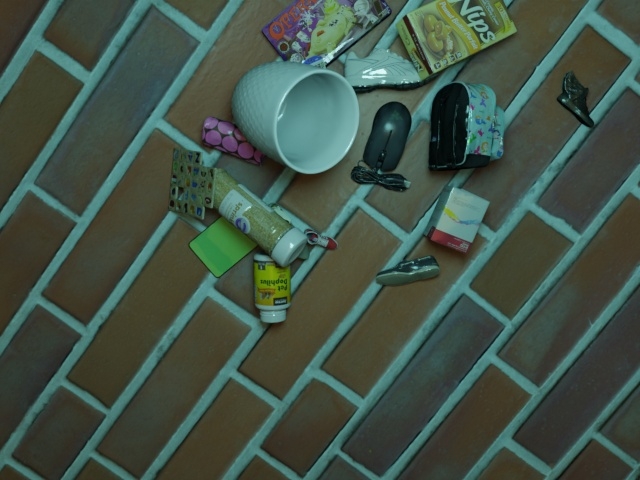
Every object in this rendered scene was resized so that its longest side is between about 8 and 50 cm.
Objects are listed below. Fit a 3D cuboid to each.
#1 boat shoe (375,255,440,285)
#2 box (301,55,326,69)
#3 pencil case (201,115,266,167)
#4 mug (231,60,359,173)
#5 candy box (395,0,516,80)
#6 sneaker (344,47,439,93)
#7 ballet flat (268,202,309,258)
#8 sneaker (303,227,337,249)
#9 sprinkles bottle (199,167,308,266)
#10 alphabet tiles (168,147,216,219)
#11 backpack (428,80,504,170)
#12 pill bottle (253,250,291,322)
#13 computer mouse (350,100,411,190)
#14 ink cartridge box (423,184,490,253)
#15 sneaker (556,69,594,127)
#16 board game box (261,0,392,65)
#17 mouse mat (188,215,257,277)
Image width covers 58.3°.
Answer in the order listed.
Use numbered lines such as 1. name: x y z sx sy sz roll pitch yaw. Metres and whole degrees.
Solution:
1. boat shoe: 0.277 0.094 1.848 0.206 0.075 0.065 -11 55 7
2. box: -0.018 -0.491 1.735 0.081 0.028 0.136 -25 128 -6
3. pencil case: -0.263 -0.306 1.773 0.209 0.095 0.098 22 122 0
4. mug: -0.066 -0.347 1.642 0.374 0.328 0.276 25 94 -43
5. candy box: 0.397 -0.621 1.675 0.316 0.087 0.183 -29 98 -15
6. sneaker: 0.211 -0.519 1.731 0.297 0.111 0.129 -2 92 0
7. ballet flat: -0.100 -0.031 1.811 0.213 0.072 0.068 48 134 -4
8. sneaker: 0.000 0.000 1.822 0.118 0.067 0.042 24 98 -3
9. sprinkles bottle: -0.206 -0.072 1.742 0.355 0.121 0.121 39 97 12
10. alphabet tiles: -0.392 -0.174 1.748 0.237 0.009 0.198 15 101 43
11. backpack: 0.425 -0.338 1.697 0.191 0.225 0.254 -5 94 -21
12. pill bottle: -0.152 0.145 1.818 0.117 0.117 0.215 -1 98 1
13. computer mouse: 0.212 -0.296 1.777 0.188 0.072 0.272 13 98 0
14. ink cartridge box: 0.419 -0.069 1.778 0.127 0.128 0.176 21 98 -3
15. sneaker: 0.798 -0.433 1.763 0.170 0.051 0.089 41 101 -2
16. board game box: 0.018 -0.663 1.741 0.346 0.056 0.208 -38 92 6
17. mouse mat: -0.313 0.011 1.857 0.189 0.007 0.153 -39 96 7
